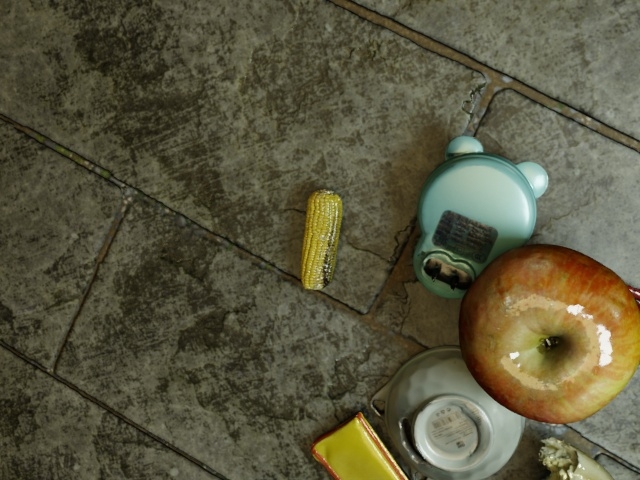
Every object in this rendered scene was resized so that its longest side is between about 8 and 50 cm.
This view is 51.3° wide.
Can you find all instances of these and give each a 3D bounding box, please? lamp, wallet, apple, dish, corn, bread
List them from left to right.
[{"bbox_3d":[0.000,0.000,1.310,0.072,0.072,0.203,10,100,11],"label":"corn"},{"bbox_3d":[0.100,0.475,1.345,0.141,0.067,0.241,-38,85,24],"label":"wallet"},{"bbox_3d":[0.248,0.349,1.269,0.303,0.120,0.303,1,96,11],"label":"dish"},{"bbox_3d":[0.269,-0.029,1.206,0.209,0.147,0.284,24,92,11],"label":"lamp"},{"bbox_3d":[0.379,0.149,1.118,0.301,0.301,0.302,1,96,12],"label":"apple"},{"bbox_3d":[0.462,0.520,1.216,0.192,0.171,0.314,13,100,7],"label":"bread"}]

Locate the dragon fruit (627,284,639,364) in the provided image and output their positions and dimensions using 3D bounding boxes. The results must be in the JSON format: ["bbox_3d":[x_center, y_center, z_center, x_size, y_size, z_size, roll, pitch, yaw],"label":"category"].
[{"bbox_3d":[0.540,0.152,1.212,0.127,0.120,0.161,-44,59,48],"label":"dragon fruit"}]
